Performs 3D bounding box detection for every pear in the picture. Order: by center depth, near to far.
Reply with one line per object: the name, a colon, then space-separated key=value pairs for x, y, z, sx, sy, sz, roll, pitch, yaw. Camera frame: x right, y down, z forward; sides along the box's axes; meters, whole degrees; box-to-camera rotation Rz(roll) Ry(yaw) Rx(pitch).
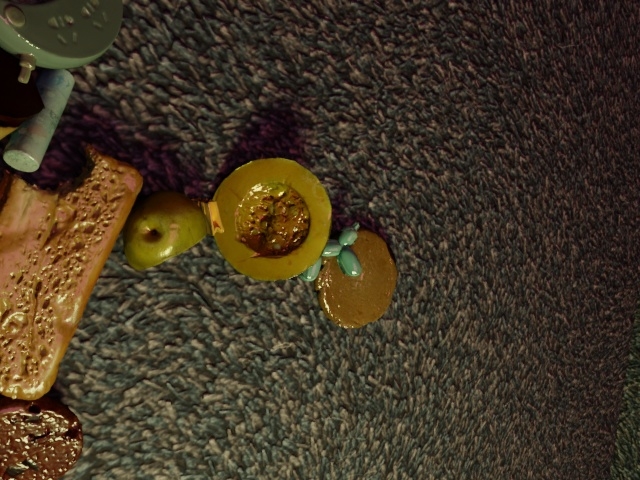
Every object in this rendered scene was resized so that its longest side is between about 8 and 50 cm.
pear: x=-0.256 y=-0.024 z=0.936 sx=0.141 sy=0.141 sz=0.104 roll=-31 pitch=100 yaw=-28

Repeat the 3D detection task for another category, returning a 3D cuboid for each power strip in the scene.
power strip: x=-0.359 y=-0.318 z=0.799 sx=0.167 sy=0.054 sz=0.253 roll=48 pitch=47 yaw=-38

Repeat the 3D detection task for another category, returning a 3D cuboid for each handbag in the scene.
handbag: x=-0.196 y=-0.042 z=1.002 sx=0.027 sy=0.083 sz=0.061 roll=-19 pitch=107 yaw=-33

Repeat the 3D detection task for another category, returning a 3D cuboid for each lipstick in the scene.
lipstick: x=-0.390 y=-0.171 z=0.818 sx=0.048 sy=0.048 sz=0.158 roll=31 pitch=53 yaw=-36

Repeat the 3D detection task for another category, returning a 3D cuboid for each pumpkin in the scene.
pumpkin: x=-0.077 y=-0.034 z=1.064 sx=0.110 sy=0.217 sz=0.217 roll=19 pitch=86 yaw=-78

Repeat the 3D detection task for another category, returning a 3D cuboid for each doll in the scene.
doll: x=0.000 y=0.000 z=1.145 sx=0.159 sy=0.059 sz=0.159 roll=1 pitch=85 yaw=-9

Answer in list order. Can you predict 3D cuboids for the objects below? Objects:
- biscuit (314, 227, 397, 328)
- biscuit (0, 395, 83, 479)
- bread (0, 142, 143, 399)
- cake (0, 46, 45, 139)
biscuit: x=0.076 y=0.080 z=1.247 sx=0.225 sy=0.042 sz=0.226 roll=-7 pitch=102 yaw=-35
biscuit: x=-0.457 y=0.309 z=0.880 sx=0.192 sy=0.049 sz=0.192 roll=-11 pitch=118 yaw=-22
bread: x=-0.410 y=0.030 z=0.848 sx=0.185 sy=0.109 sz=0.380 roll=27 pitch=81 yaw=-29
cake: x=-0.482 y=-0.173 z=0.723 sx=0.178 sy=0.185 sz=0.207 roll=-38 pitch=128 yaw=17
